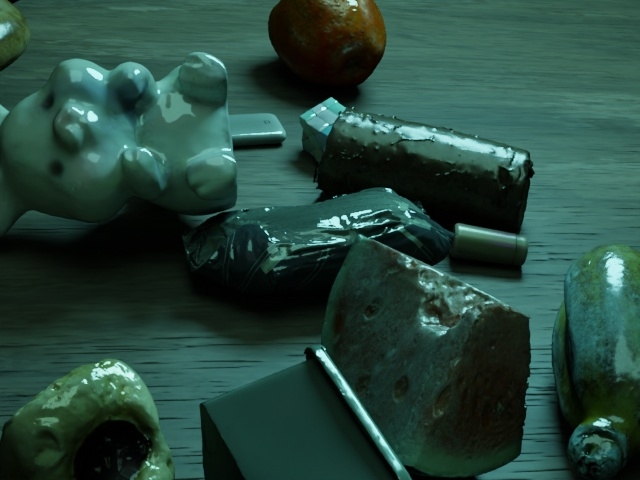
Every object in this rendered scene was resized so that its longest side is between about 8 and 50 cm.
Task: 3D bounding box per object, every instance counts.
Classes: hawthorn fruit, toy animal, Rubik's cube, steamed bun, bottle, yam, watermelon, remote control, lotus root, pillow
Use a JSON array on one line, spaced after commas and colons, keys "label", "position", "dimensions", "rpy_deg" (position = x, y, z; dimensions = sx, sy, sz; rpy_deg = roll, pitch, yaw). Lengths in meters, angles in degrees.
[{"label": "hawthorn fruit", "position": [0.016, -0.320, 2.100], "dimensions": [0.189, 0.189, 0.189], "rpy_deg": [6, 33, -4]}, {"label": "toy animal", "position": [-0.278, -0.102, 1.669], "dimensions": [0.368, 0.241, 0.196], "rpy_deg": [-5, 74, -18]}, {"label": "Rubik's cube", "position": [0.011, -0.150, 1.931], "dimensions": [0.075, 0.073, 0.084], "rpy_deg": [-22, 47, -14]}, {"label": "steamed bun", "position": [-0.199, 0.213, 1.268], "dimensions": [0.141, 0.172, 0.155], "rpy_deg": [-35, 70, -33]}, {"label": "bottle", "position": [0.215, 0.007, 1.763], "dimensions": [0.096, 0.045, 0.045], "rpy_deg": [9, 33, -4]}, {"label": "yam", "position": [0.140, -0.095, 1.825], "dimensions": [0.280, 0.131, 0.131], "rpy_deg": [13, 33, 8]}, {"label": "watermelon", "position": [0.124, 0.113, 1.443], "dimensions": [0.148, 0.226, 0.318], "rpy_deg": [22, 37, -31]}, {"label": "remote control", "position": [-0.178, -0.154, 1.924], "dimensions": [0.261, 0.029, 0.067], "rpy_deg": [-5, 35, -19]}, {"label": "lotus root", "position": [0.328, 0.138, 1.494], "dimensions": [0.140, 0.158, 0.322], "rpy_deg": [9, 40, 1]}, {"label": "pillow", "position": [0.000, 0.000, 1.676], "dimensions": [0.335, 0.092, 0.161], "rpy_deg": [-11, 26, -25]}]

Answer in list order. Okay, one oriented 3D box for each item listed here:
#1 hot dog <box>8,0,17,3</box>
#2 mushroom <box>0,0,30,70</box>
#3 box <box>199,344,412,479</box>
[{"label": "hot dog", "position": [-0.614, -0.493, 2.262], "dimensions": [0.326, 0.107, 0.194], "rpy_deg": [28, 38, 27]}, {"label": "mushroom", "position": [-0.545, -0.287, 1.937], "dimensions": [0.278, 0.146, 0.278], "rpy_deg": [0, 26, 0]}, {"label": "box", "position": [-0.017, 0.230, 1.280], "dimensions": [0.135, 0.163, 0.243], "rpy_deg": [-15, 41, -18]}]
